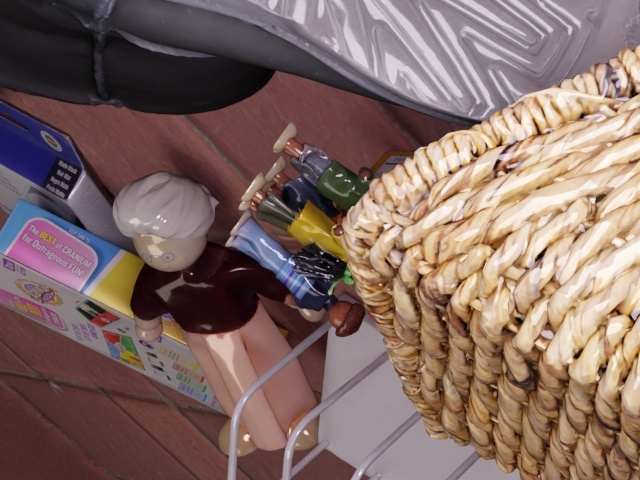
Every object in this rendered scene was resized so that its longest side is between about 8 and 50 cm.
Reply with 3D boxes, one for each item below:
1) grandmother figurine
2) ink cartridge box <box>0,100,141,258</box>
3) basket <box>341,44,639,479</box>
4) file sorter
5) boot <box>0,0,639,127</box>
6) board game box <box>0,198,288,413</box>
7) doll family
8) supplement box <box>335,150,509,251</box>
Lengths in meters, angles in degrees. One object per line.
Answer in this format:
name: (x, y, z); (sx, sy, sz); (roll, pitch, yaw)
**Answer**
grandmother figurine: (-0.095, 0.068, 1.621); (0.207, 0.104, 0.342); (-15, 130, 16)
ink cartridge box: (-0.316, -0.069, 1.866); (0.223, 0.045, 0.224); (27, 158, 34)
basket: (0.170, 0.015, 0.821); (0.223, 0.213, 0.299); (29, 165, 24)
file sorter: (0.069, 0.220, 1.502); (0.277, 0.173, 0.193); (31, 137, 26)
boot: (-0.032, -0.127, 0.975); (0.367, 0.146, 0.445); (20, 170, -6)
board game box: (-0.204, 0.083, 1.868); (0.316, 0.064, 0.242); (27, 162, -2)
doll family: (0.000, 0.000, 1.131); (0.111, 0.076, 0.193); (35, 167, 2)
supplement box: (0.103, -0.009, 1.128); (0.078, 0.080, 0.233); (50, 162, -22)
